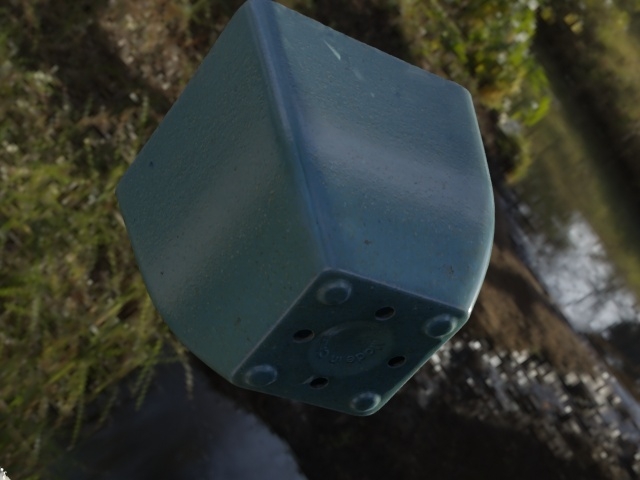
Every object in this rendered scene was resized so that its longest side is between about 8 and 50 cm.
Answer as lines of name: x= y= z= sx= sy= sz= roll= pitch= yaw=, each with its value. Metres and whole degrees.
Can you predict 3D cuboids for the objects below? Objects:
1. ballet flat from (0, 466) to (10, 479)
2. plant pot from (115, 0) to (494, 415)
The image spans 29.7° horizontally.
ballet flat: x=-0.428 y=0.164 z=1.092 sx=0.409 sy=0.147 sz=0.147 roll=63 pitch=6 yaw=-45
plant pot: x=0.000 y=0.000 z=1.017 sx=0.247 sy=0.248 sz=0.252 roll=18 pitch=38 yaw=-32
